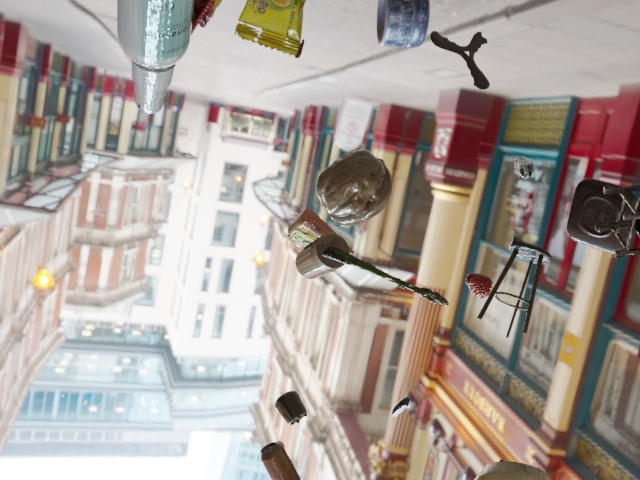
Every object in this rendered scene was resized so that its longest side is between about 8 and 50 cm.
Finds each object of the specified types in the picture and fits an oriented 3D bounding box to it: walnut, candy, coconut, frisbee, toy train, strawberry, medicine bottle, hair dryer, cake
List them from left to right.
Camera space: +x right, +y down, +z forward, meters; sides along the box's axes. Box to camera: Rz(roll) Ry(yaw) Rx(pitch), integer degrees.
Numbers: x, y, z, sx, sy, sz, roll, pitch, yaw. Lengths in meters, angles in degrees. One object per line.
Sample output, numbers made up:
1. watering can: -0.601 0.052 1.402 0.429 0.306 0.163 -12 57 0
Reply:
1. medicine bottle: -0.251 -0.329 1.014 0.110 0.110 0.352 10 145 -10
2. hair dryer: -0.107 0.544 1.684 0.064 0.117 0.181 -28 -171 -4
3. candy: -0.086 -0.616 1.637 0.187 0.297 0.081 20 -169 5
4. cake: -0.008 0.006 2.184 0.225 0.109 0.090 45 -153 3
5. walnut: 0.100 -0.147 1.871 0.224 0.224 0.224 12 -171 -2
6. frisbee: 0.399 -0.517 1.806 0.211 0.187 0.012 40 146 -4
7. strawberry: 0.457 0.126 1.944 0.083 0.073 0.073 28 -172 -6
8. coconut: 0.516 0.713 1.765 0.227 0.230 0.227 7 149 4
9. toy train: 0.637 -0.228 2.094 0.047 0.043 0.207 -9 -167 12

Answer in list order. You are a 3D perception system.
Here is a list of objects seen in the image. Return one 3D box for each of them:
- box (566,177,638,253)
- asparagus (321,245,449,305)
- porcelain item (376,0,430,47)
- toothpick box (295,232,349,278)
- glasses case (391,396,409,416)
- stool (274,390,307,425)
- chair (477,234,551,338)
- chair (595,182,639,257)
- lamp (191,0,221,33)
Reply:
1. box: 0.881 -0.077 2.094 0.201 0.212 0.042 21 -158 34
2. asparagus: 0.111 0.061 1.143 0.233 0.022 0.023 24 -168 9
3. porcelain item: 0.204 -0.550 1.642 0.114 0.147 0.147 0 -170 -4
4. toothpick box: 0.003 0.051 2.041 0.111 0.111 0.180 8 163 -21
5. glasses case: 0.230 0.482 1.945 0.023 0.083 0.033 29 -137 -7
6. stool: -0.105 0.605 2.413 0.096 0.096 0.110 -1 -132 -55
7. chair: 0.425 0.092 1.415 0.104 0.221 0.095 33 159 -32
8. chair: 0.671 -0.041 1.289 0.229 0.106 0.113 -4 -143 1
9. lamp: -0.219 -0.460 1.173 0.118 0.253 0.118 23 159 9
